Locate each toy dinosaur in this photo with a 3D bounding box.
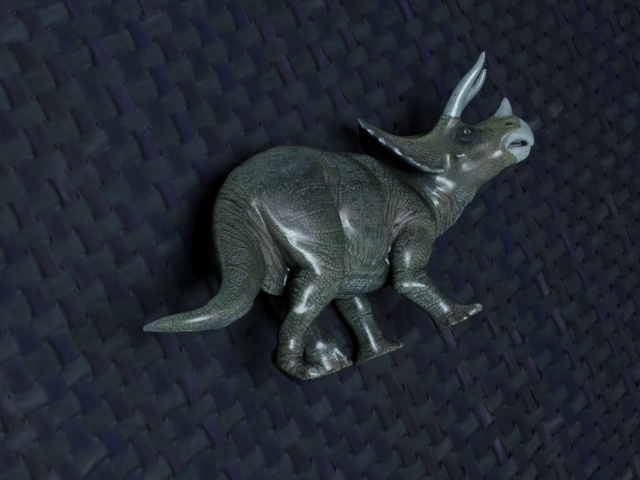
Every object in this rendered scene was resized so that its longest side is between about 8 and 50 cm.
[{"bbox_3d":[0.000,0.000,0.812,0.313,0.121,0.160,-16,81,-35],"label":"toy dinosaur"}]
